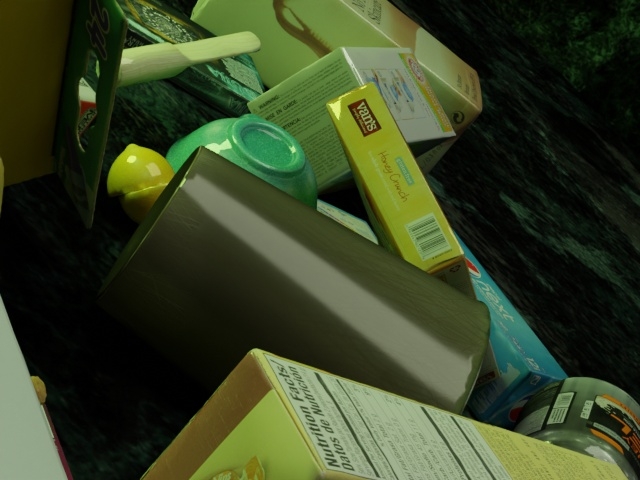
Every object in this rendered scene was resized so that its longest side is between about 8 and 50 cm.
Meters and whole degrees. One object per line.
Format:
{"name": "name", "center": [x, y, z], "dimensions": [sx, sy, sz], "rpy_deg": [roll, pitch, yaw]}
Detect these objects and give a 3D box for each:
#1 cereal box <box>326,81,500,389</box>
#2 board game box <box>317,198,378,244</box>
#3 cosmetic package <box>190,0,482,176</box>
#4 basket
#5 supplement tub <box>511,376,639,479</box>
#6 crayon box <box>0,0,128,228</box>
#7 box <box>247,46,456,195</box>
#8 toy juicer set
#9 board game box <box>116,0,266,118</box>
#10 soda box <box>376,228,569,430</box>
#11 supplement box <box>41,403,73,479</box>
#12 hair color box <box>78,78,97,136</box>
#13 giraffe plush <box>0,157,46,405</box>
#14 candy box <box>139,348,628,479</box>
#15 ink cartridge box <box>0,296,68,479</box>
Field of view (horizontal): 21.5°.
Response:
{"name": "cereal box", "center": [0.077, 0.005, 1.345], "dimensions": [0.240, 0.047, 0.173], "rpy_deg": [67, -3, -60]}
{"name": "board game box", "center": [0.000, 0.000, 1.463], "dimensions": [0.154, 0.026, 0.103], "rpy_deg": [24, 25, -40]}
{"name": "cosmetic package", "center": [0.019, -0.203, 1.793], "dimensions": [0.296, 0.129, 0.153], "rpy_deg": [36, 21, -13]}
{"name": "basket", "center": [-0.023, 0.051, 1.128], "dimensions": [0.227, 0.154, 0.204], "rpy_deg": [34, 27, -9]}
{"name": "supplement tub", "center": [0.192, 0.183, 1.288], "dimensions": [0.117, 0.117, 0.190], "rpy_deg": [42, 19, 2]}
{"name": "crayon box", "center": [-0.238, -0.177, 1.086], "dimensions": [0.083, 0.203, 0.323], "rpy_deg": [-18, 60, -27]}
{"name": "box", "center": [0.034, -0.115, 1.619], "dimensions": [0.103, 0.114, 0.203], "rpy_deg": [63, 22, 5]}
{"name": "toy juicer set", "center": [-0.090, -0.048, 1.333], "dimensions": [0.209, 0.089, 0.329], "rpy_deg": [3, 44, -36]}
{"name": "board game box", "center": [-0.131, -0.181, 1.614], "dimensions": [0.186, 0.026, 0.126], "rpy_deg": [30, 22, -31]}
{"name": "soda box", "center": [0.127, 0.070, 1.490], "dimensions": [0.071, 0.067, 0.210], "rpy_deg": [19, 29, -48]}
{"name": "supplement box", "center": [-0.158, 0.123, 0.842], "dimensions": [0.043, 0.055, 0.083], "rpy_deg": [24, 24, -41]}
{"name": "hair color box", "center": [-0.231, -0.115, 1.247], "dimensions": [0.072, 0.043, 0.141], "rpy_deg": [49, 21, 22]}
{"name": "giraffe plush", "center": [-0.243, 0.046, 0.743], "dimensions": [0.170, 0.181, 0.210], "rpy_deg": [-32, 109, -60]}
{"name": "candy box", "center": [0.033, 0.179, 0.884], "dimensions": [0.316, 0.183, 0.087], "rpy_deg": [21, 26, -45]}
{"name": "ink cartridge box", "center": [-0.219, 0.122, 0.519], "dimensions": [0.324, 0.071, 0.330], "rpy_deg": [1, 47, -38]}
